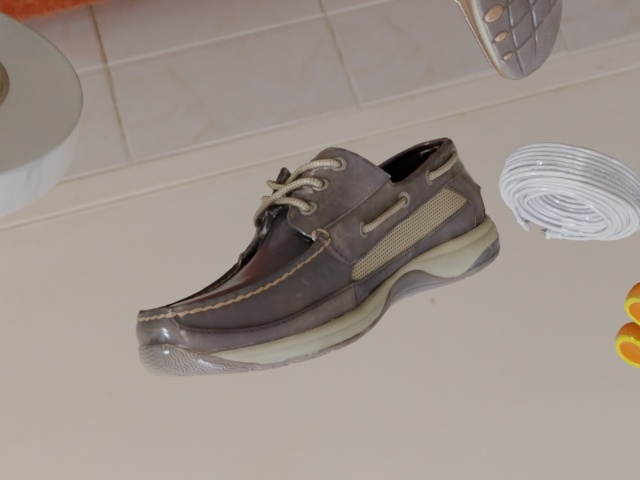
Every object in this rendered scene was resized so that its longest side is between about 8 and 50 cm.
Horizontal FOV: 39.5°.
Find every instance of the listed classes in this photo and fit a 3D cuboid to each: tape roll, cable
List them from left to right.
[{"bbox_3d":[-0.481,-0.171,1.060,0.072,0.392,0.392,113,147,-40],"label":"tape roll"},{"bbox_3d":[0.442,-0.082,1.561,0.257,0.257,0.089,39,-113,-48],"label":"cable"}]

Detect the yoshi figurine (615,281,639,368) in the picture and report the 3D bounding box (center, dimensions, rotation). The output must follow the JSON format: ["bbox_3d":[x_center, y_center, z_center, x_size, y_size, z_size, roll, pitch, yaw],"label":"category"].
[{"bbox_3d":[0.518,-0.001,1.219,0.203,0.362,0.204,53,157,-17],"label":"yoshi figurine"}]

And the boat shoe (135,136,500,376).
[{"bbox_3d":[0.000,0.000,0.672,0.132,0.355,0.130,-12,97,42],"label":"boat shoe"}]

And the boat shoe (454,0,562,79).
[{"bbox_3d":[0.190,-0.349,1.048,0.116,0.123,0.324,27,138,68],"label":"boat shoe"}]
